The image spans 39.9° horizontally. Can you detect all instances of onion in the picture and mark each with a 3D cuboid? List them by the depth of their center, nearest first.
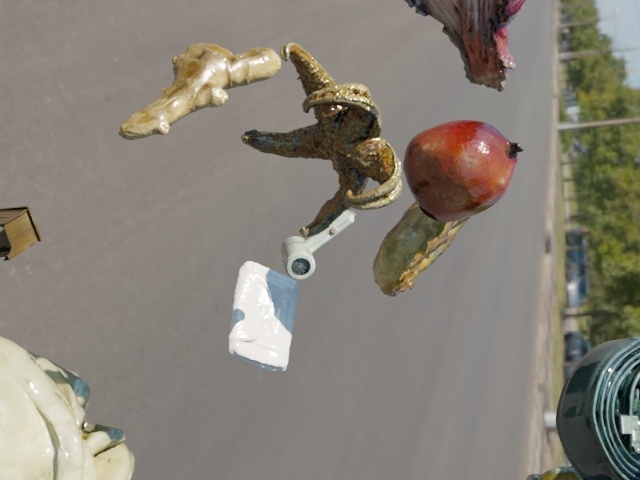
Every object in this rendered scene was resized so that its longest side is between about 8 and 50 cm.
[{"bbox_3d":[0.188,-0.359,1.021,0.267,0.159,0.348,11,-54,63],"label":"onion"}]

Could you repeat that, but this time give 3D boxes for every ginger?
[{"bbox_3d":[-0.218,-0.276,1.568,0.334,0.148,0.081,-44,171,-32],"label":"ginger"}]

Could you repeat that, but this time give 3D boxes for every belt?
[{"bbox_3d":[0.476,0.258,1.354,0.206,0.116,0.267,46,60,-9],"label":"belt"}]

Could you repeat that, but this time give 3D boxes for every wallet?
[{"bbox_3d":[-0.098,0.130,1.530,0.124,0.032,0.182,25,53,-25],"label":"wallet"}]

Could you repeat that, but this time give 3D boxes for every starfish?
[{"bbox_3d":[-0.002,-0.103,0.879,0.074,0.146,0.189,-35,106,-45],"label":"starfish"}]

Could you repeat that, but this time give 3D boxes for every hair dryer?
[{"bbox_3d":[0.000,0.000,1.358,0.047,0.137,0.082,51,4,-20],"label":"hair dryer"}]

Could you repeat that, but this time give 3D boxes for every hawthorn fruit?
[{"bbox_3d":[0.231,-0.116,1.406,0.169,0.188,0.169,29,55,-51],"label":"hawthorn fruit"}]

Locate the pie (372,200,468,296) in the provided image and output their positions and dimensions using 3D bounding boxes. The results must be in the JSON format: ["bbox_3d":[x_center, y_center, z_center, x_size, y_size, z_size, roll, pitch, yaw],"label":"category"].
[{"bbox_3d":[0.211,-0.024,1.658,0.315,0.092,0.315,-46,166,-15],"label":"pie"}]

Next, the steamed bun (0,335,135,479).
[{"bbox_3d":[-0.382,0.259,1.106,0.352,0.339,0.247,49,55,-9],"label":"steamed bun"}]

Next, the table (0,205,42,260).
[{"bbox_3d":[-0.561,-0.011,1.563,0.082,0.083,0.070,-49,130,-54],"label":"table"}]

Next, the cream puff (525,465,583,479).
[{"bbox_3d":[0.438,0.560,1.501,0.378,0.379,0.275,64,31,-53],"label":"cream puff"}]
